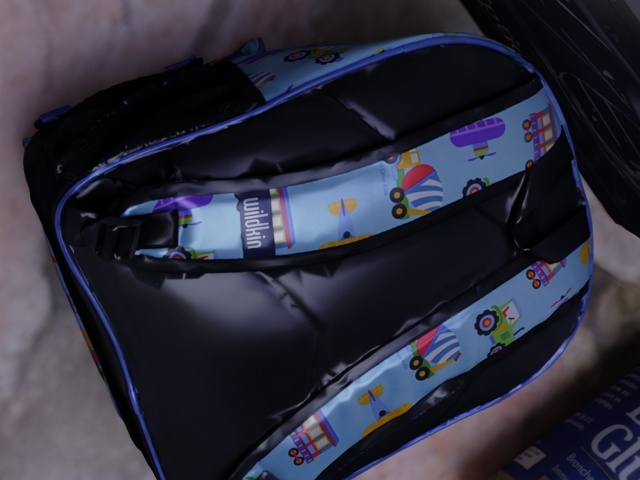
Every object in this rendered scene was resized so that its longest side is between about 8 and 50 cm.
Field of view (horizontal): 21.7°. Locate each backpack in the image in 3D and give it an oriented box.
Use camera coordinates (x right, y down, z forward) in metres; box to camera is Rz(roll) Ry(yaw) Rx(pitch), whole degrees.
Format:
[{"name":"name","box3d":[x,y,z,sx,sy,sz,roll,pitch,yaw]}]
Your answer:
[{"name":"backpack","box3d":[0.000,0.000,0.582,0.173,0.117,0.158,-25,116,-11]}]

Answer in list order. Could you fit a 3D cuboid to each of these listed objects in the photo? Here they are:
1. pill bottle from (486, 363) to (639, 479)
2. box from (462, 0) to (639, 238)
[{"name":"pill bottle","box3d":[0.154,0.093,0.689,0.169,0.094,0.094,-36,117,-6]},{"name":"box","box3d":[0.144,-0.125,0.483,0.179,0.312,0.343,-41,117,-3]}]
